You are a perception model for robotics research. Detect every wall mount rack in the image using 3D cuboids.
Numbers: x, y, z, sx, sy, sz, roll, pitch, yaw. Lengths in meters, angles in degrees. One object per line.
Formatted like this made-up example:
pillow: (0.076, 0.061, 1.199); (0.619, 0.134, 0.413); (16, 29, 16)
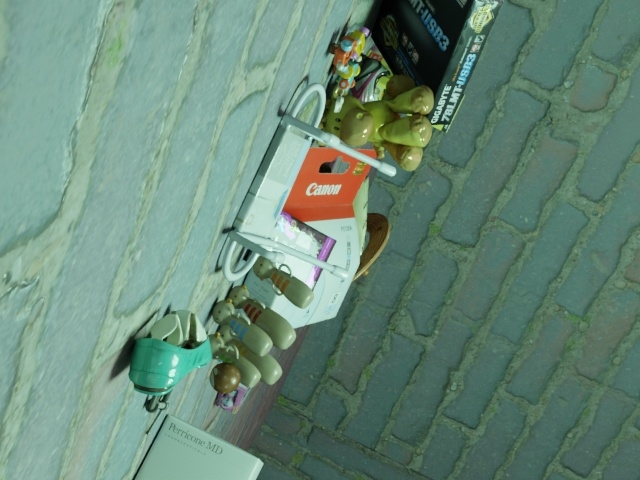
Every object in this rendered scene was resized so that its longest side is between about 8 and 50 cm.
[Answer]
wall mount rack: (-0.014, -0.067, 1.522); (0.350, 0.130, 0.304); (-65, 159, 4)

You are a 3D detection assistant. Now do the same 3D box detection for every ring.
ring: (0.041, 0.052, 2.359); (0.336, 0.032, 0.336); (-32, -158, 15)

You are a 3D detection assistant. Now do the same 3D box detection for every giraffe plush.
giraffe plush: (0.089, -0.230, 1.752); (0.210, 0.170, 0.181); (17, -76, 59)

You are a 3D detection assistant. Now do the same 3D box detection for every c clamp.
c clamp: (-0.251, 0.248, 1.489); (0.137, 0.022, 0.161); (-63, 175, -14)

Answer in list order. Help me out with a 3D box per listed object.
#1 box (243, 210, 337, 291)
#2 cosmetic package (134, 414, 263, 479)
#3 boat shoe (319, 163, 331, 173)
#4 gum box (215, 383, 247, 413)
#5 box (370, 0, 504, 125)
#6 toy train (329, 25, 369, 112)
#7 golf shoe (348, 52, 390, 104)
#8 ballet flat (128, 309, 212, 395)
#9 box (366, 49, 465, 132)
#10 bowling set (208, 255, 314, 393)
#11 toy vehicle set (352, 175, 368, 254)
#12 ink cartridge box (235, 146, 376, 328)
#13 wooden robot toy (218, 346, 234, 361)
box: (-0.055, 0.019, 1.739); (0.029, 0.162, 0.116); (21, -97, 52)
cosmetic package: (-0.269, 0.524, 1.680); (0.155, 0.197, 0.366); (91, 23, -76)
boat shoe: (-0.023, -0.104, 1.979); (0.135, 0.050, 0.045); (-54, 178, -4)
gum box: (-0.188, 0.326, 2.271); (0.188, 0.062, 0.107); (-59, 172, -48)
box: (0.213, -0.423, 1.762); (0.293, 0.073, 0.295); (109, -32, -46)
toy train: (0.036, -0.308, 1.612); (0.125, 0.046, 0.166); (-60, 170, -32)
golf shoe: (0.073, -0.281, 1.870); (0.186, 0.086, 0.067); (-64, 177, 8)
ballet flat: (-0.194, 0.140, 1.259); (0.247, 0.083, 0.087); (-39, 140, -82)
box: (0.191, -0.325, 2.013); (0.087, 0.232, 0.058); (-60, 173, -35)
bowling set: (-0.150, 0.164, 1.646); (0.200, 0.154, 0.287); (-30, 152, -47)
toy vehicle set: (0.087, -0.064, 2.166); (0.267, 0.035, 0.166); (-53, 146, -82)
ink cartridge box: (0.000, 0.000, 1.895); (0.308, 0.091, 0.385); (-7, 126, -59)
wooden robot toy: (-0.153, 0.208, 1.966); (0.173, 0.079, 0.076); (-66, 174, 25)
